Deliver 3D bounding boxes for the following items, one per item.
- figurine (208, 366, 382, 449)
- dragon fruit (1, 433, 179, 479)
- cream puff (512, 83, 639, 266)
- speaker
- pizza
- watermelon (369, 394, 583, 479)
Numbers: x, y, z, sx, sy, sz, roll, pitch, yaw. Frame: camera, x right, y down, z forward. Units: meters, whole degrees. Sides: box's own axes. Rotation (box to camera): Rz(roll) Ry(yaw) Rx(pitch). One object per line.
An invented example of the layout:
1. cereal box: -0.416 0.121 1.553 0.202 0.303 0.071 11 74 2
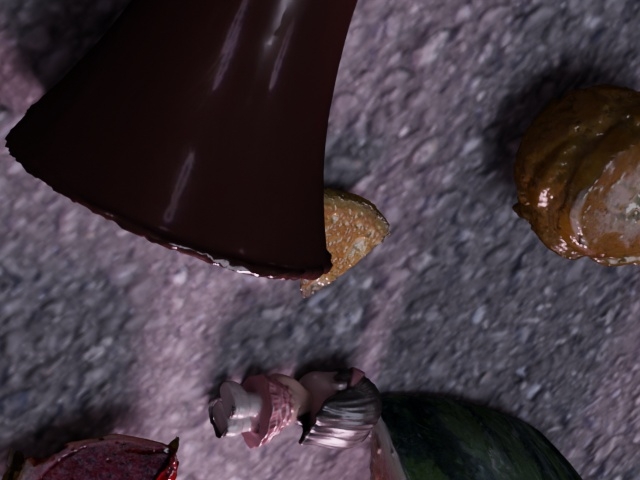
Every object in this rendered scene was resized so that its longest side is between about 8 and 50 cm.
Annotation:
1. figurine: -0.015 0.126 1.298 0.129 0.054 0.072 -3 130 -33
2. dragon fruit: -0.168 0.182 1.215 0.147 0.096 0.102 -51 161 -38
3. cream puff: 0.196 -0.050 1.268 0.144 0.103 0.126 -1 120 -36
4. speaker: -0.069 -0.172 0.975 0.259 0.198 0.329 17 102 -1
5. pizza: 0.000 -0.001 1.221 0.083 0.025 0.078 21 106 -38
6. watermelon: 0.104 0.250 1.421 0.201 0.213 0.262 -39 136 22
